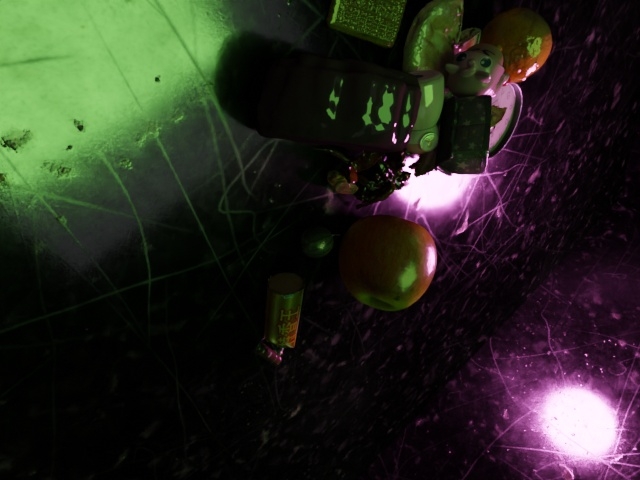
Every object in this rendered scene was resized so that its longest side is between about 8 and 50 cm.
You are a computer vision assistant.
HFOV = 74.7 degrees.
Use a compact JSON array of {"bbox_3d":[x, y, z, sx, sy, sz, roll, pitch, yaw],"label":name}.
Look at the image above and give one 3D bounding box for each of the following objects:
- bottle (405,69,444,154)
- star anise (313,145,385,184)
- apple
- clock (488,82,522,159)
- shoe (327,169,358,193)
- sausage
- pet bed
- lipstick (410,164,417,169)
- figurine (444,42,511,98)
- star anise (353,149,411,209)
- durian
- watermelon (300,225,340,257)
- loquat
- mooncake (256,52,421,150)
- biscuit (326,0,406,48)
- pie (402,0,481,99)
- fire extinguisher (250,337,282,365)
[{"bbox_3d":[0.292,-0.368,1.246,0.148,0.148,0.236,-28,125,-25],"label":"bottle"},{"bbox_3d":[0.079,-0.253,1.245,0.140,0.158,0.144,-40,112,-16],"label":"star anise"},{"bbox_3d":[0.225,0.076,1.443,0.340,0.340,0.339,-23,131,-29],"label":"apple"},{"bbox_3d":[0.679,-0.476,1.663,0.325,0.067,0.325,-23,130,-30],"label":"clock"},{"bbox_3d":[0.066,-0.181,1.317,0.109,0.069,0.072,-3,144,-31],"label":"shoe"},{"bbox_3d":[-0.133,0.262,1.404,0.125,0.117,0.317,6,118,-7],"label":"sausage"},{"bbox_3d":[0.428,-0.317,1.276,0.183,0.159,0.210,31,64,-69],"label":"pet bed"},{"bbox_3d":[0.376,-0.278,1.558,0.107,0.025,0.025,-18,127,-26],"label":"lipstick"},{"bbox_3d":[0.492,-0.520,1.315,0.287,0.176,0.186,2,105,-53],"label":"figurine"},{"bbox_3d":[0.209,-0.198,1.367,0.190,0.126,0.220,-32,149,-18],"label":"star anise"},{"bbox_3d":[0.474,-0.340,1.474,0.394,0.198,0.163,-40,138,-11],"label":"durian"},{"bbox_3d":[0.000,0.000,1.344,0.133,0.105,0.105,-20,132,-6],"label":"watermelon"},{"bbox_3d":[0.643,-0.646,1.395,0.193,0.238,0.238,-34,136,-28],"label":"loquat"},{"bbox_3d":[0.058,-0.325,1.025,0.381,0.351,0.212,-9,114,-50],"label":"mooncake"},{"bbox_3d":[0.133,-0.618,1.103,0.255,0.029,0.172,-6,121,-40],"label":"biscuit"},{"bbox_3d":[0.371,-0.579,1.313,0.338,0.075,0.337,-24,136,-25],"label":"pie"},{"bbox_3d":[-0.191,0.396,1.502,0.157,0.045,0.078,51,51,-47],"label":"fire extinguisher"}]
